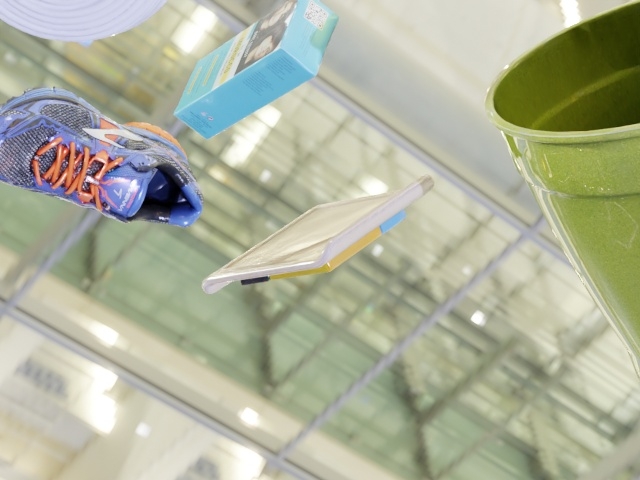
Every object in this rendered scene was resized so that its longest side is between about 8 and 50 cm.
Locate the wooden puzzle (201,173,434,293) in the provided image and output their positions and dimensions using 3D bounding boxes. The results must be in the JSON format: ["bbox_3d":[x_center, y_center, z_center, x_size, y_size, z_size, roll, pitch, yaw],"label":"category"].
[{"bbox_3d":[0.000,0.000,1.969,0.238,0.044,0.221,-16,-167,46],"label":"wooden puzzle"}]

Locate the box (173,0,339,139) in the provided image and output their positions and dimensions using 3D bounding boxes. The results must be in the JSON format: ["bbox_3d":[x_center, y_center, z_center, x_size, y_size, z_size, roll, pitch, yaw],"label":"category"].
[{"bbox_3d":[-0.083,-0.217,2.042,0.244,0.060,0.101,-25,-144,49],"label":"box"}]

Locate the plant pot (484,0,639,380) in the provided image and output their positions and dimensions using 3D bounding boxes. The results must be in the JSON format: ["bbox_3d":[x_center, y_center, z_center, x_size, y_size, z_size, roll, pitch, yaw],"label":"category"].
[{"bbox_3d":[0.393,-0.036,1.664,0.366,0.353,0.366,-17,-157,8],"label":"plant pot"}]

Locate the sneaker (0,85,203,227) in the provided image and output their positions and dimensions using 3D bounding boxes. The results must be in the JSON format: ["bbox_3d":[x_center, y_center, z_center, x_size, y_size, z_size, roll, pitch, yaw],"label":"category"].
[{"bbox_3d":[-0.172,-0.059,1.268,0.087,0.221,0.083,43,-67,37],"label":"sneaker"}]

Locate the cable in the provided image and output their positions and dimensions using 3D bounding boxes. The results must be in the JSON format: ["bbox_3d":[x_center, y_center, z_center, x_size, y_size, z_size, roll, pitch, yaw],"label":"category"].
[{"bbox_3d":[-0.267,-0.334,1.745,0.089,0.257,0.257,-70,172,-62],"label":"cable"}]
